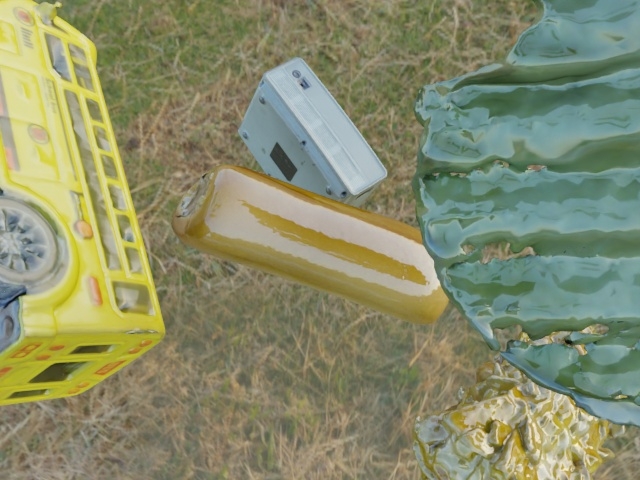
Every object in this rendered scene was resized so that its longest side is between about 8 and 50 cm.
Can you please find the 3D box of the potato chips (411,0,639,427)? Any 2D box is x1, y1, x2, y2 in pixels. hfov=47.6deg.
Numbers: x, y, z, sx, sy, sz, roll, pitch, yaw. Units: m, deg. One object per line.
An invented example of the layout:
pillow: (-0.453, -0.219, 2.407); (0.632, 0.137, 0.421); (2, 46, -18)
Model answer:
potato chips: (0.249, -0.070, 0.351); (0.389, 0.373, 0.097); (14, 24, 2)

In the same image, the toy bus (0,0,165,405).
toy bus: (-0.223, -0.060, 0.499); (0.144, 0.152, 0.330); (-33, 66, 30)

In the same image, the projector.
projector: (-0.016, -0.088, 0.728); (0.061, 0.115, 0.147); (-32, 82, -27)

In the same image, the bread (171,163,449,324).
bread: (0.000, 0.000, 0.600); (0.239, 0.074, 0.093); (19, 23, -21)

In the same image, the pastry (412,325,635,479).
pastry: (0.191, 0.162, 0.627); (0.250, 0.102, 0.154); (-25, 88, -37)
